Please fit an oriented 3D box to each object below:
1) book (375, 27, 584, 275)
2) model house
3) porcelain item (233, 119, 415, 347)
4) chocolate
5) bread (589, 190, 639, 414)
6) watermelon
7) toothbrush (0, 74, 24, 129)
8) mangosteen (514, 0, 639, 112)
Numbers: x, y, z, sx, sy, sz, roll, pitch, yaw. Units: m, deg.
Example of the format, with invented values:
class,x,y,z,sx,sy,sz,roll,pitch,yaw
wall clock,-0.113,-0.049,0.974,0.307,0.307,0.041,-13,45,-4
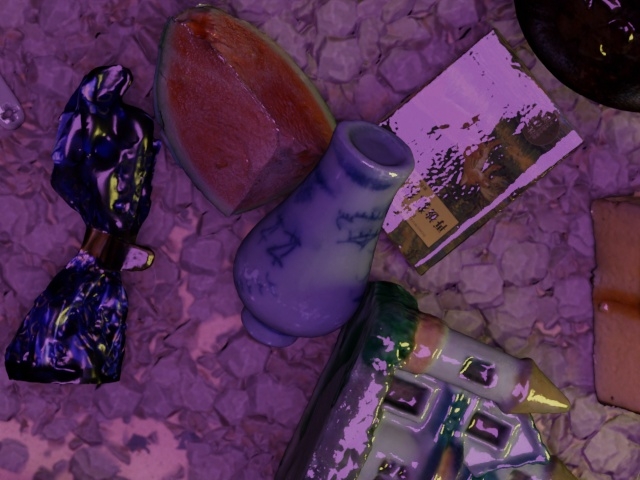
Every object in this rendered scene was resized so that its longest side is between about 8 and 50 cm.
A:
class,x,y,z,sx,sy,sz,roll,pitch,yaw
book,0.145,-0.094,1.948,0.228,0.024,0.160,-39,100,3
model house,0.148,0.226,1.916,0.325,0.194,0.267,24,96,-9
porcelain item,0.000,0.000,1.875,0.141,0.141,0.259,27,123,-6
chocolate,-0.228,-0.011,1.910,0.148,0.126,0.343,12,91,34
bread,0.362,0.078,1.904,0.135,0.178,0.240,-2,100,-3
watermelon,-0.097,-0.129,1.901,0.146,0.128,0.231,-35,99,28
toothbrush,-0.419,-0.280,1.898,0.040,0.040,0.386,-30,102,2
mangosteen,0.334,-0.264,1.820,0.288,0.288,0.288,0,98,-2
